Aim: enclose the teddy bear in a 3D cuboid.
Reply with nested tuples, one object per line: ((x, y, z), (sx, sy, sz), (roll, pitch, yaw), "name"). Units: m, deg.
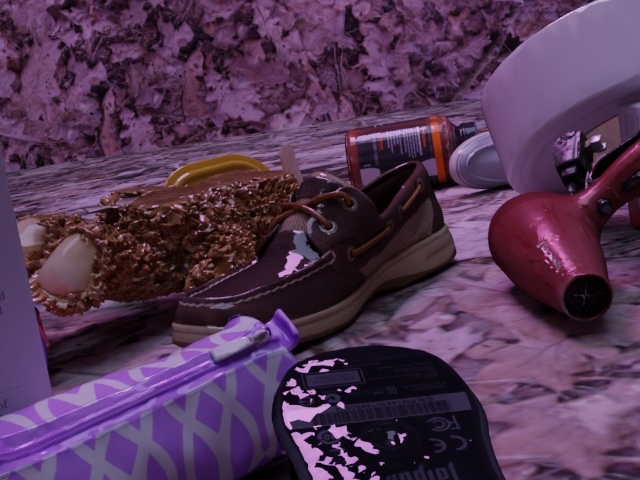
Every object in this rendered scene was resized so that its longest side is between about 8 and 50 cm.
((-0.156, 0.009, 0.885), (0.245, 0.113, 0.338), (3, 15, 27), "teddy bear")

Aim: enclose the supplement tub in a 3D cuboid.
((0.141, -0.131, 1.365), (0.198, 0.106, 0.106), (-8, 12, 9), "supplement tub")

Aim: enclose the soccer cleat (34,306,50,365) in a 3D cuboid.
((-0.271, 0.078, 0.773), (0.095, 0.083, 0.248), (-12, 8, -35), "soccer cleat")

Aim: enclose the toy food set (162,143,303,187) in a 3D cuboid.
((-0.118, -0.040, 1.162), (0.218, 0.128, 0.071), (-17, -10, -36), "toy food set")

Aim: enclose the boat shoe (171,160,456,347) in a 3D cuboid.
((0.000, 0.000, 0.797), (0.123, 0.123, 0.342), (1, 16, 44), "boat shoe")

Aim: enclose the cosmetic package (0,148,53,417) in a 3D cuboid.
((-0.270, -0.015, 0.493), (0.155, 0.365, 0.197), (-18, 13, -35), "cosmetic package")

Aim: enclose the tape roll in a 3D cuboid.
((0.328, -0.154, 0.993), (0.286, 0.100, 0.286), (-13, -23, -6), "tape roll")

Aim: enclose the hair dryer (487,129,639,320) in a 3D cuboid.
((0.223, -0.047, 0.719), (0.223, 0.080, 0.293), (-42, 15, 52), "hair dryer")

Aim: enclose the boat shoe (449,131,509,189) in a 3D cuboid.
((0.291, -0.119, 1.242), (0.228, 0.079, 0.081), (-10, 7, -18), "boat shoe")

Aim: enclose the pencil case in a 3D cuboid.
((-0.096, 0.104, 0.461), (0.206, 0.088, 0.086), (-23, 59, -38), "pencil case")

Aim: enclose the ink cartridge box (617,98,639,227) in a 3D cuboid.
((0.377, -0.073, 0.820), (0.127, 0.128, 0.176), (-11, 12, -9), "ink cartridge box")

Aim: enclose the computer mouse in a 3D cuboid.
((0.001, 0.129, 0.345), (0.184, 0.060, 0.262), (-8, 22, -11), "computer mouse")
